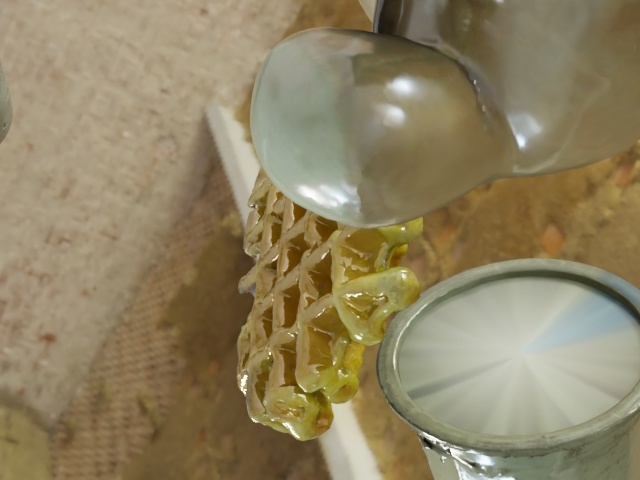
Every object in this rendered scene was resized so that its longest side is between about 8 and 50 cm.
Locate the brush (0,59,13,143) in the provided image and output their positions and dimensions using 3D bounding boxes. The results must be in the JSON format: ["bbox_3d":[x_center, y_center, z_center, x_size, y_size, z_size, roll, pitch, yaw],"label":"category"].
[{"bbox_3d":[-0.250,-0.180,0.923,0.321,0.050,0.060,91,19,-52],"label":"brush"}]

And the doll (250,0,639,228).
[{"bbox_3d":[0.080,-0.134,0.509,0.330,0.174,0.235,-78,175,-57],"label":"doll"}]

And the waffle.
[{"bbox_3d":[-0.001,-0.001,0.952,0.309,0.065,0.283,-129,-120,-70],"label":"waffle"}]

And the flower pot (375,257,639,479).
[{"bbox_3d":[0.156,0.152,0.989,0.212,0.212,0.203,-107,-174,-54],"label":"flower pot"}]
